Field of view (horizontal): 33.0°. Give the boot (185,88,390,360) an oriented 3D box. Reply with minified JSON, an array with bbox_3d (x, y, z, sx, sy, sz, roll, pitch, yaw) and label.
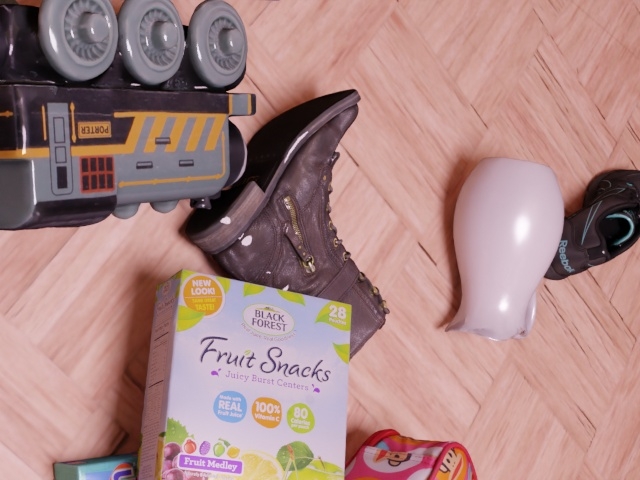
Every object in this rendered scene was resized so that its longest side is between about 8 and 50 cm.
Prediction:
[{"bbox_3d":[0.000,0.000,1.102,0.263,0.091,0.229,-49,117,-23],"label":"boot"}]

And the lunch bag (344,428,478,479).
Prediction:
[{"bbox_3d":[0.065,0.358,1.055,0.293,0.120,0.258,-45,128,-42],"label":"lunch bag"}]

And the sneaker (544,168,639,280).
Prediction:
[{"bbox_3d":[0.387,-0.022,1.421,0.267,0.106,0.101,-35,105,-40],"label":"sneaker"}]

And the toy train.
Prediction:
[{"bbox_3d":[-0.175,-0.110,0.904,0.334,0.142,0.190,-10,101,-58],"label":"toy train"}]

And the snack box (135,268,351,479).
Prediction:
[{"bbox_3d":[-0.065,0.145,0.957,0.175,0.070,0.207,13,67,-26],"label":"snack box"}]

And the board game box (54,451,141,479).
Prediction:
[{"bbox_3d":[-0.131,0.267,0.971,0.210,0.047,0.160,-1,85,-40],"label":"board game box"}]

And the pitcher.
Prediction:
[{"bbox_3d":[0.225,0.015,1.279,0.178,0.126,0.207,13,86,-60],"label":"pitcher"}]
